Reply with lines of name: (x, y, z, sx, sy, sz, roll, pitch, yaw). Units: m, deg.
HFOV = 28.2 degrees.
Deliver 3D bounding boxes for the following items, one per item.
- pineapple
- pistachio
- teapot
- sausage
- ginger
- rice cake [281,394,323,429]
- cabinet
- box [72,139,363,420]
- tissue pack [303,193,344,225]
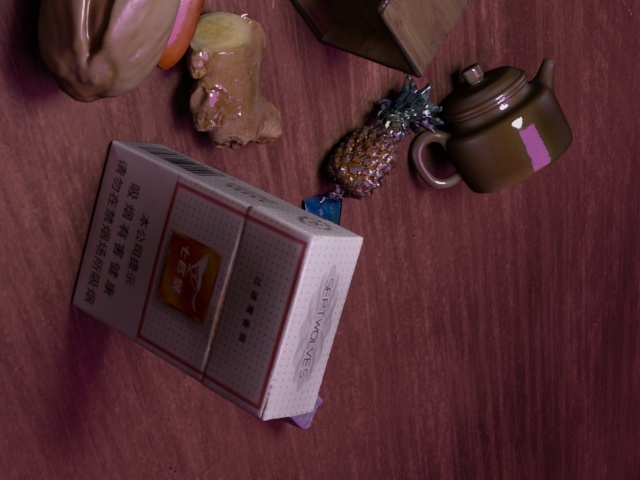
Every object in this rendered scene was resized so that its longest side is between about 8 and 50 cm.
pineapple: (0.086, -0.135, 1.812, 0.221, 0.083, 0.103, -49, 126, -22)
pistachio: (-0.214, -0.257, 1.316, 0.138, 0.153, 0.238, 13, 100, -14)
teapot: (0.257, -0.183, 1.947, 0.267, 0.185, 0.175, -31, 103, 0)
sausage: (-0.161, -0.289, 1.412, 0.076, 0.076, 0.197, 9, 101, -54)
ginger: (-0.109, -0.177, 1.551, 0.137, 0.074, 0.213, -45, 146, -26)
rice cake: (-0.095, 0.166, 1.773, 0.064, 0.070, 0.399, -52, 142, -11)
cabinet: (0.090, -0.354, 1.608, 0.215, 0.175, 0.148, -56, 144, -11)
box: (-0.124, 0.035, 1.429, 0.095, 0.330, 0.210, 0, 111, -52)
tissue pack: (0.000, 0.000, 1.834, 0.085, 0.028, 0.138, -16, 119, -47)
